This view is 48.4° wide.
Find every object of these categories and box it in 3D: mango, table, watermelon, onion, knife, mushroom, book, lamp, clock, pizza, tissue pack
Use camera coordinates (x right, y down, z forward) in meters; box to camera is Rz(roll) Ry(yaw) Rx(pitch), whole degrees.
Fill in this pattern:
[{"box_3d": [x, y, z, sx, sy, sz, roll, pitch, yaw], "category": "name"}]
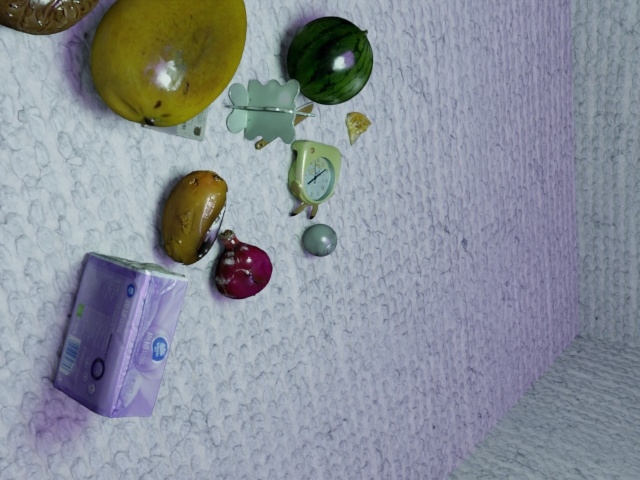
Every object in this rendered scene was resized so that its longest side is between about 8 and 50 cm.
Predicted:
[{"box_3d": [-0.328, -0.450, 1.620, 0.301, 0.221, 0.445, 47, 56, -28], "category": "mango"}, {"box_3d": [-0.129, -0.340, 1.867, 0.167, 0.198, 0.166, -14, 109, -45], "category": "table"}, {"box_3d": [0.028, -0.497, 1.971, 0.242, 0.242, 0.242, -14, 110, -45], "category": "watermelon"}, {"box_3d": [-0.317, -0.058, 1.781, 0.156, 0.151, 0.248, -63, 171, -84], "category": "mango"}, {"box_3d": [-0.209, 0.064, 1.930, 0.173, 0.135, 0.198, -40, 124, -38], "category": "onion"}, {"box_3d": [-0.096, -0.333, 2.037, 0.256, 0.022, 0.046, -41, 123, -33], "category": "knife"}, {"box_3d": [-0.559, -0.544, 1.383, 0.297, 0.163, 0.278, -4, 103, -45], "category": "mushroom"}, {"box_3d": [-0.353, -0.324, 1.768, 0.182, 0.014, 0.127, 8, 93, -48], "category": "book"}, {"box_3d": [0.000, 0.000, 2.163, 0.105, 0.105, 0.105, -14, 110, -45], "category": "lamp"}, {"box_3d": [-0.026, -0.177, 2.117, 0.170, 0.069, 0.231, 7, 96, -48], "category": "clock"}, {"box_3d": [0.120, -0.351, 2.262, 0.123, 0.026, 0.108, 7, 96, -48], "category": "pizza"}, {"box_3d": [-0.453, 0.207, 1.625, 0.160, 0.242, 0.338, 18, 87, -50], "category": "tissue pack"}]
